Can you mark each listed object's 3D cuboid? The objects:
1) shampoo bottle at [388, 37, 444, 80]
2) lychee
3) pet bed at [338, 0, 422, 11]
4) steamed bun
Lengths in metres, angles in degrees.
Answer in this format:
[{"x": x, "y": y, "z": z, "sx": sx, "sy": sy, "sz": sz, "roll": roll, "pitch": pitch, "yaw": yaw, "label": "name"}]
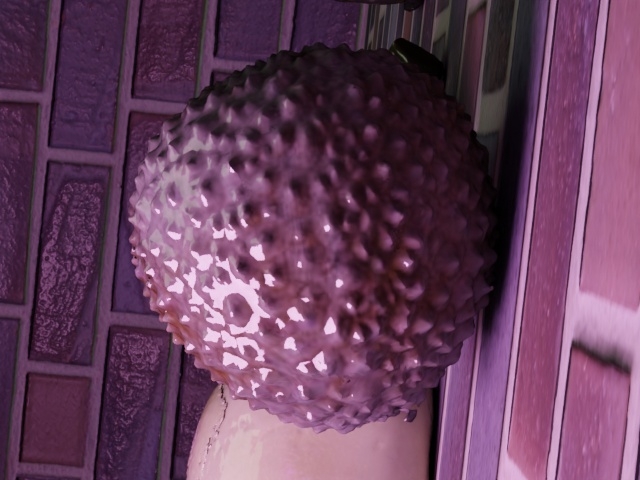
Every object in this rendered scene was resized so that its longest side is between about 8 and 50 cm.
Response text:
[{"x": 0.043, "y": -0.061, "z": 1.860, "sx": 0.350, "sy": 0.084, "sz": 0.125, "roll": -65, "pitch": -6, "yaw": 25, "label": "shampoo bottle"}, {"x": -0.004, "y": -0.003, "z": 1.224, "sx": 0.300, "sy": 0.300, "sz": 0.300, "roll": -174, "pitch": 90, "yaw": -88, "label": "lychee"}, {"x": 0.080, "y": -0.421, "z": 2.189, "sx": 0.183, "sy": 0.159, "sz": 0.211, "roll": 6, "pitch": -88, "yaw": -66, "label": "pet bed"}, {"x": -0.017, "y": 0.228, "z": 1.598, "sx": 0.312, "sy": 0.233, "sz": 0.334, "roll": 97, "pitch": 177, "yaw": -61, "label": "steamed bun"}]
